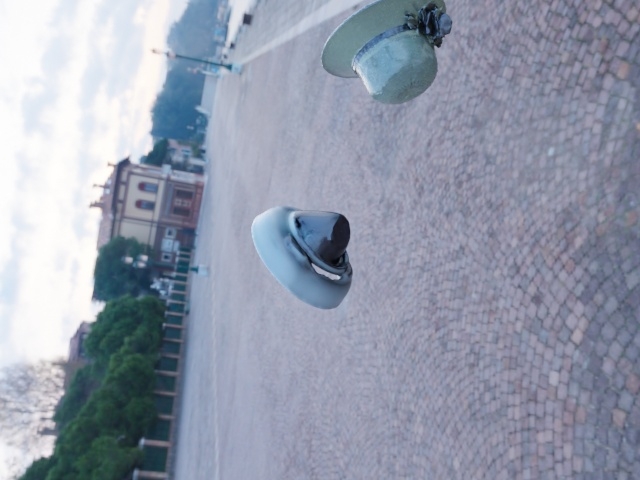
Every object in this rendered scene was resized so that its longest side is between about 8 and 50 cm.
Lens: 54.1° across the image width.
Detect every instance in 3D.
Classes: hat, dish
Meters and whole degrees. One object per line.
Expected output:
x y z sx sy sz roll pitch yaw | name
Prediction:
0.140 -0.325 1.158 0.130 0.257 0.257 68 160 12 | hat
0.000 0.000 0.710 0.078 0.141 0.141 -42 30 24 | dish
